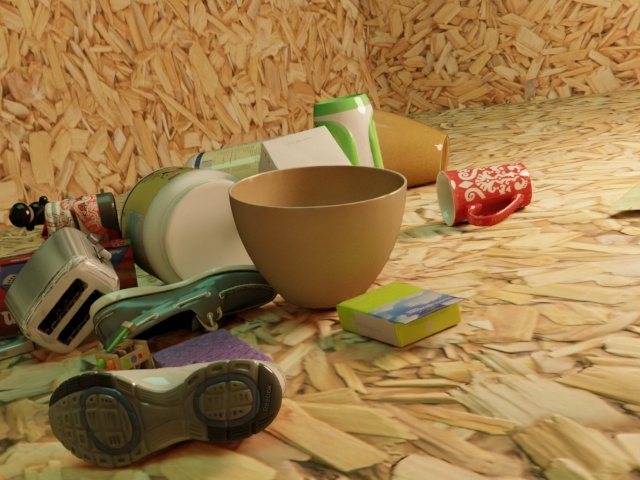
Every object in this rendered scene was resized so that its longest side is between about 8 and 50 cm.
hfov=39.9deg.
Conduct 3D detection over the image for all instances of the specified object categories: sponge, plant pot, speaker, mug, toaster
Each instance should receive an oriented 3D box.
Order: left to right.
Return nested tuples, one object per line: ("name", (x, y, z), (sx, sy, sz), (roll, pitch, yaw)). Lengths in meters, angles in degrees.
("toaster", (-0.450, 0.095, 1.528), (0.227, 0.129, 0.146), (-51, 35, -2))
("sponge", (-0.151, 0.173, 1.224), (0.117, 0.031, 0.210), (-18, 14, -22))
("plant pot", (0.000, 0.000, 1.427), (0.284, 0.190, 0.284), (-3, 16, 1))
("speaker", (0.070, -0.143, 1.796), (0.131, 0.296, 0.131), (-12, 12, 3))
("plant pot", (0.203, -0.231, 2.316), (0.254, 0.237, 0.237), (6, 18, 16))
("mug", (0.337, -0.083, 1.780), (0.169, 0.150, 0.113), (-11, -25, -9))

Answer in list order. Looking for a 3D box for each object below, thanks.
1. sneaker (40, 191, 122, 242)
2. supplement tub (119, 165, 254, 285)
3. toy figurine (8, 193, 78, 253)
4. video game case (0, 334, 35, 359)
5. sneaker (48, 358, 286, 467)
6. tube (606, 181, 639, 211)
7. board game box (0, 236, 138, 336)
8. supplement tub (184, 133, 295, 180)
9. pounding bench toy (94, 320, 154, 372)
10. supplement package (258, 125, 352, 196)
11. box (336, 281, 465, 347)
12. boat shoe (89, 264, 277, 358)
("sneaker", (-0.455, 0.021, 1.704), (0.145, 0.270, 0.090), (-8, 47, -11))
("supplement tub", (-0.244, -0.022, 1.711), (0.241, 0.241, 0.331), (-18, 13, -22))
("toy figurine", (-0.621, -0.004, 2.100), (0.210, 0.213, 0.148), (-3, 3, 21))
("video game case", (-0.617, 0.196, 1.632), (0.173, 0.022, 0.190), (-16, 12, -15))
("sneaker", (-0.175, 0.196, 1.038), (0.297, 0.111, 0.129), (-6, -2, 13))
("tube", (0.620, -0.099, 1.614), (0.240, 0.062, 0.070), (-30, -24, -39))
("board game box", (-0.480, 0.087, 1.623), (0.281, 0.145, 0.027), (-10, 14, -13))
("supplement tub", (-0.125, -0.112, 2.009), (0.325, 0.235, 0.235), (-10, 12, 12))
("pounding bench toy", (-0.290, 0.165, 1.277), (0.052, 0.083, 0.065), (-1, 16, 42))
("supplement package", (-0.036, -0.076, 1.691), (0.139, 0.244, 0.134), (-18, 58, -22))
("box", (0.113, 0.102, 1.238), (0.109, 0.042, 0.178), (-20, 14, -26))
("boat shoe", (-0.209, 0.122, 1.445), (0.319, 0.116, 0.099), (-10, 54, -21))
